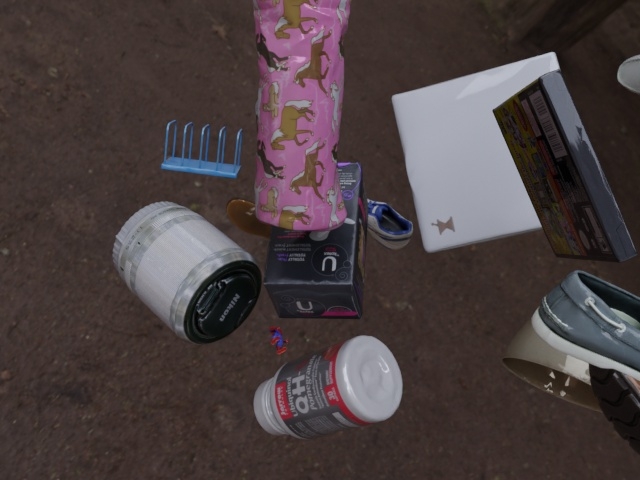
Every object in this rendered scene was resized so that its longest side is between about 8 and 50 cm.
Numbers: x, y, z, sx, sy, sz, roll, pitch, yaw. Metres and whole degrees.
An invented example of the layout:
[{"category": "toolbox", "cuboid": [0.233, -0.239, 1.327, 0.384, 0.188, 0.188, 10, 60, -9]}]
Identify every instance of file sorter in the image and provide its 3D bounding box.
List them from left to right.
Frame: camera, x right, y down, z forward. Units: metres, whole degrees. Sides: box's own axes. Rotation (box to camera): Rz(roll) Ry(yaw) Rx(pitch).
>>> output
[{"category": "file sorter", "cuboid": [-0.268, -0.213, 1.632, 0.170, 0.105, 0.118, 7, 14, -3]}]

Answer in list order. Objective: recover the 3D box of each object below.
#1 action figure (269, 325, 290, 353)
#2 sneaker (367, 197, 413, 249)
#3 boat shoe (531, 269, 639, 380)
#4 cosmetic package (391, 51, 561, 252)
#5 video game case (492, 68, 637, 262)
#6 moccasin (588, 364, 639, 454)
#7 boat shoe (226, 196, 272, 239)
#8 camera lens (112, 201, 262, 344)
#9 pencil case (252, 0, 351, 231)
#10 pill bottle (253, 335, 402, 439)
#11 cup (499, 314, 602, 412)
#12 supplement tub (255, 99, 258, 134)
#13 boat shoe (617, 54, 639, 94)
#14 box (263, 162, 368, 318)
[{"category": "action figure", "cuboid": [-0.080, 0.184, 1.347, 0.038, 0.030, 0.115, 55, -2, -10]}, {"category": "sneaker", "cuboid": [0.138, -0.088, 2.039, 0.296, 0.131, 0.112, 28, 69, -1]}, {"category": "boat shoe", "cuboid": [0.438, 0.124, 0.908, 0.319, 0.099, 0.116, 18, 28, -3]}, {"category": "cosmetic package", "cuboid": [0.374, -0.169, 1.531, 0.393, 0.327, 0.330, -8, 86, -73]}, {"category": "video game case", "cuboid": [0.358, -0.101, 1.069, 0.248, 0.035, 0.275, -170, -124, -89]}, {"category": "moccasin", "cuboid": [0.596, 0.303, 1.141, 0.380, 0.139, 0.147, 42, 71, 10]}, {"category": "boat shoe", "cuboid": [-0.145, -0.048, 1.745, 0.207, 0.073, 0.073, 32, 14, -26]}, {"category": "camera lens", "cuboid": [-0.275, 0.067, 1.479, 0.274, 0.219, 0.219, 35, 28, 32]}, {"category": "pencil case", "cuboid": [-0.029, -0.209, 1.118, 0.160, 0.386, 0.167, -9, 22, -24]}, {"category": "pill bottle", "cuboid": [0.004, 0.325, 1.510, 0.176, 0.318, 0.176, 23, 54, -36]}, {"category": "cup", "cuboid": [0.664, 0.270, 1.819, 0.331, 0.331, 0.237, 32, 76, -21]}, {"category": "supplement tub", "cuboid": [-0.086, -0.255, 1.593, 0.117, 0.117, 0.191, 0, 82, -45]}, {"category": "boat shoe", "cuboid": [0.793, -0.372, 1.612, 0.103, 0.113, 0.302, -9, 19, -26]}, {"category": "box", "cuboid": [0.000, 0.000, 1.339, 0.143, 0.165, 0.270, 74, 19, -55]}]
